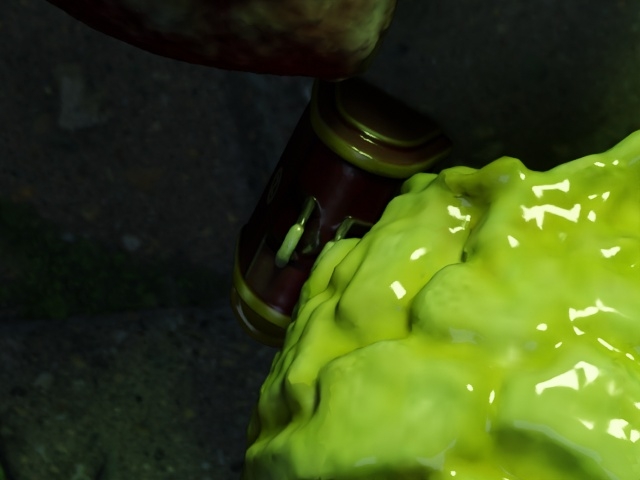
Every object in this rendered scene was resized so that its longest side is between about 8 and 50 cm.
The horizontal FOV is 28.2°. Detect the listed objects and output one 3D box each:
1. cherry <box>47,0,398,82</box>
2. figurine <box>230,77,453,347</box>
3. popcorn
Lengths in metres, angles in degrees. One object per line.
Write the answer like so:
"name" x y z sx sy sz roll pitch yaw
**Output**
"cherry" -0.062 -0.195 0.538 0.230 0.203 0.300 -27 114 18
"figurine" -0.001 0.000 0.677 0.082 0.098 0.154 27 117 -2
"popcorn" 0.105 0.104 0.595 0.292 0.237 0.293 9 139 7
